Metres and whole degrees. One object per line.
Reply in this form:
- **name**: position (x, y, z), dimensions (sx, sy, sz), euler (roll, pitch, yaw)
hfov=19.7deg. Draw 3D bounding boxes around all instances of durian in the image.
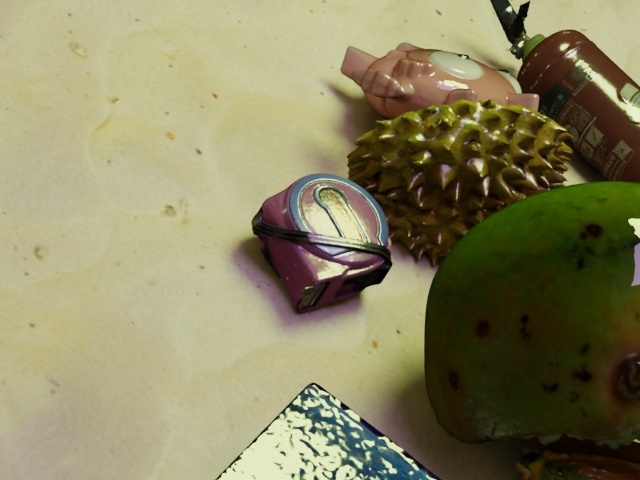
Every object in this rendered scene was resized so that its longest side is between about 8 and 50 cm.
- **durian**: position (0.159, -0.064, 1.817), dimensions (0.260, 0.186, 0.154), euler (-9, 45, -24)

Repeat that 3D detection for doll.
- **doll**: position (0.120, -0.152, 1.901), dimensions (0.211, 0.093, 0.262), euler (20, 10, 35)

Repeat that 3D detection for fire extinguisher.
- **fire extinguisher**: position (0.302, -0.159, 2.033), dimensions (0.102, 0.138, 0.344), euler (-39, 71, -11)

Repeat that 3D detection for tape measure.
- **tape measure**: position (0.000, 0.000, 1.693), dimensions (0.125, 0.074, 0.118), euler (-10, 59, -35)

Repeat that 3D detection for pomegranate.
- **pomegranate**: position (0.237, 0.045, 1.627), dimensions (0.310, 0.216, 0.358), euler (-7, 19, -2)

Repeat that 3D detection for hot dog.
- **hot dog**: position (0.296, 0.221, 1.633), dimensions (0.269, 0.072, 0.115), euler (15, 20, -13)

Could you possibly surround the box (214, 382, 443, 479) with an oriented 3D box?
- **box**: position (0.013, 0.275, 1.350), dimensions (0.261, 0.116, 0.279), euler (37, 38, 9)
